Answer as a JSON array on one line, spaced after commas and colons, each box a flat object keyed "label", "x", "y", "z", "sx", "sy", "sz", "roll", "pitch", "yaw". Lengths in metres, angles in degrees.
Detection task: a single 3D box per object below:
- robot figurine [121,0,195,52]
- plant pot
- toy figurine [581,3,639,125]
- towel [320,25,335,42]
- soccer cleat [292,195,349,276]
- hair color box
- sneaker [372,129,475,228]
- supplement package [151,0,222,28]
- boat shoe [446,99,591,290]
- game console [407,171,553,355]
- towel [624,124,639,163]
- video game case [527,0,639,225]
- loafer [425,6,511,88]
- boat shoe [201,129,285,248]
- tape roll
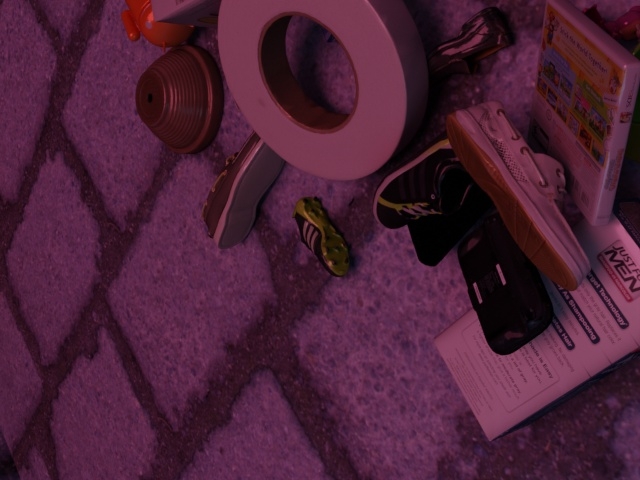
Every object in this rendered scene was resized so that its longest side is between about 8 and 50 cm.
[{"label": "robot figurine", "x": -0.341, "y": -0.504, "z": 1.657, "sx": 0.219, "sy": 0.158, "sz": 0.128, "roll": 61, "pitch": 153, "yaw": 24}, {"label": "plant pot", "x": -0.322, "y": -0.304, "z": 1.678, "sx": 0.237, "sy": 0.109, "sz": 0.238, "roll": 9, "pitch": 102, "yaw": 45}, {"label": "toy figurine", "x": 0.387, "y": -0.248, "z": 0.955, "sx": 0.173, "sy": 0.130, "sz": 0.159, "roll": -33, "pitch": 43, "yaw": 2}, {"label": "towel", "x": 0.068, "y": -0.491, "z": 1.304, "sx": 0.285, "sy": 0.034, "sz": 0.209, "roll": -32, "pitch": 72, "yaw": 44}, {"label": "soccer cleat", "x": 0.000, "y": 0.000, "z": 1.426, "sx": 0.179, "sy": 0.060, "sz": 0.072, "roll": 63, "pitch": 143, "yaw": 28}, {"label": "hair color box", "x": 0.329, "y": 0.114, "z": 1.058, "sx": 0.347, "sy": 0.105, "sz": 0.174, "roll": -48, "pitch": 60, "yaw": 39}, {"label": "sneaker", "x": 0.156, "y": -0.071, "z": 1.128, "sx": 0.235, "sy": 0.084, "sz": 0.097, "roll": -47, "pitch": 38, "yaw": 43}, {"label": "supplement package", "x": -0.181, "y": -0.492, "z": 1.439, "sx": 0.194, "sy": 0.203, "sz": 0.149, "roll": -6, "pitch": 91, "yaw": 47}, {"label": "boat shoe", "x": 0.264, "y": -0.069, "z": 0.971, "sx": 0.277, "sy": 0.096, "sz": 0.098, "roll": 61, "pitch": 173, "yaw": 21}, {"label": "game console", "x": 0.223, "y": 0.005, "z": 1.100, "sx": 0.213, "sy": 0.043, "sz": 0.361, "roll": -53, "pitch": 33, "yaw": 36}, {"label": "towel", "x": 0.407, "y": -0.157, "z": 1.006, "sx": 0.237, "sy": 0.021, "sz": 0.102, "roll": 33, "pitch": 122, "yaw": 38}, {"label": "video game case", "x": 0.316, "y": -0.164, "z": 0.957, "sx": 0.227, "sy": 0.026, "sz": 0.206, "roll": -102, "pitch": 8, "yaw": -54}, {"label": "loafer", "x": 0.210, "y": -0.273, "z": 1.166, "sx": 0.170, "sy": 0.062, "sz": 0.061, "roll": -39, "pitch": 73, "yaw": 43}, {"label": "boat shoe", "x": -0.157, "y": -0.118, "z": 1.531, "sx": 0.091, "sy": 0.109, "sz": 0.305, "roll": 50, "pitch": 130, "yaw": 26}, {"label": "tape roll", "x": -0.006, "y": -0.282, "z": 1.270, "sx": 0.392, "sy": 0.072, "sz": 0.392, "roll": 27, "pitch": 137, "yaw": 28}]
